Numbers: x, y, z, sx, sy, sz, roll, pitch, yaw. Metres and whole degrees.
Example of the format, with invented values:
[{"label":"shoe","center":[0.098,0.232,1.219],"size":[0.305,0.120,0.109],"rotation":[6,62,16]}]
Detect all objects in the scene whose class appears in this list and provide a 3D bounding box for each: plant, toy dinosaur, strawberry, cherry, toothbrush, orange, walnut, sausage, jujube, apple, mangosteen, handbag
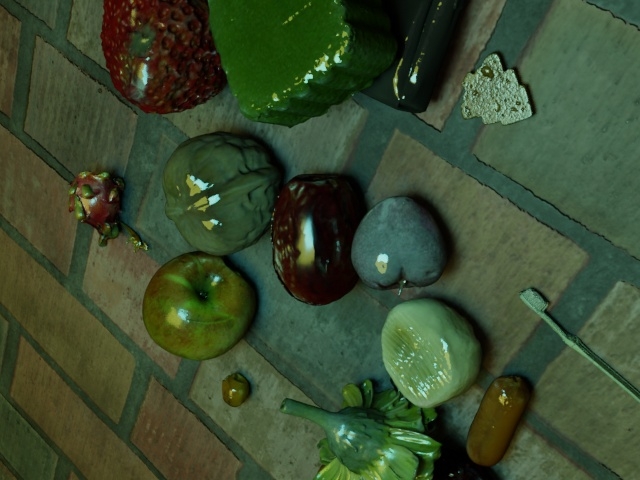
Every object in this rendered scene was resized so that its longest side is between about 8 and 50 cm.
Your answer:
[{"label":"plant","center":[0.082,0.353,1.346],"size":[0.306,0.261,0.297],"rotation":[-27,99,51]},{"label":"toy dinosaur","center":[-0.474,-0.003,1.786],"size":[0.113,0.026,0.041],"rotation":[40,124,22]},{"label":"strawberry","center":[-0.300,-0.385,1.337],"size":[0.292,0.310,0.291],"rotation":[18,121,31]},{"label":"cherry","center":[0.135,0.012,1.257],"size":[0.176,0.140,0.176],"rotation":[-1,80,5]},{"label":"toothbrush","center":[0.443,0.186,1.171],"size":[0.294,0.026,0.028],"rotation":[47,127,13]},{"label":"orange","center":[-0.202,0.360,1.694],"size":[0.086,0.062,0.086],"rotation":[-174,90,-72]},{"label":"walnut","center":[-0.202,-0.094,1.420],"size":[0.248,0.248,0.248],"rotation":[14,114,33]},{"label":"sausage","center":[0.320,0.325,1.283],"size":[0.076,0.076,0.197],"rotation":[29,122,25]},{"label":"jujube","center":[0.000,0.000,1.334],"size":[0.183,0.183,0.243],"rotation":[12,108,33]},{"label":"apple","center":[-0.276,0.149,1.596],"size":[0.246,0.246,0.226],"rotation":[52,148,9]},{"label":"mangosteen","center":[0.247,0.497,1.351],"size":[0.200,0.200,0.199],"rotation":[14,114,33]},{"label":"handbag","center":[0.096,-0.372,1.168],"size":[0.285,0.113,0.257],"rotation":[36,119,30]}]

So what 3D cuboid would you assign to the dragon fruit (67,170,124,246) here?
[{"label":"dragon fruit","center":[-0.550,-0.081,1.750],"size":[0.133,0.150,0.207],"rotation":[-1,115,4]}]

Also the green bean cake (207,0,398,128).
[{"label":"green bean cake","center":[-0.033,-0.329,1.106],"size":[0.250,0.156,0.246],"rotation":[-28,78,36]}]

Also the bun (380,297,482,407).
[{"label":"bun","center":[0.204,0.197,1.293],"size":[0.193,0.128,0.178],"rotation":[51,130,24]}]

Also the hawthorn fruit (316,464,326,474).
[{"label":"hawthorn fruit","center":[0.071,0.512,1.486],"size":[0.173,0.173,0.172],"rotation":[14,114,33]}]

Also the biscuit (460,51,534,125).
[{"label":"biscuit","center":[0.286,-0.231,1.137],"size":[0.130,0.019,0.119],"rotation":[38,125,20]}]
